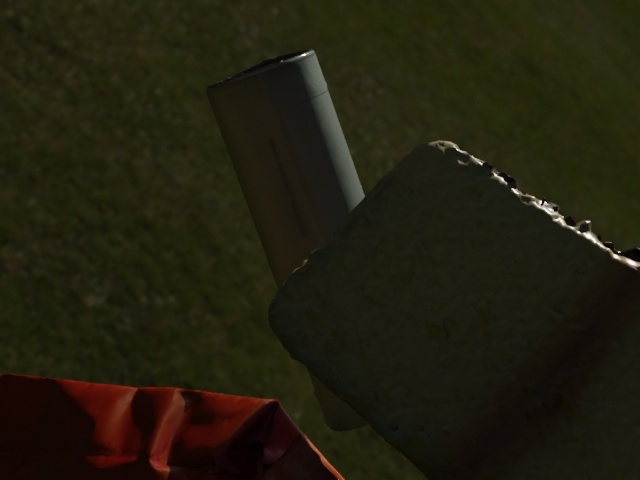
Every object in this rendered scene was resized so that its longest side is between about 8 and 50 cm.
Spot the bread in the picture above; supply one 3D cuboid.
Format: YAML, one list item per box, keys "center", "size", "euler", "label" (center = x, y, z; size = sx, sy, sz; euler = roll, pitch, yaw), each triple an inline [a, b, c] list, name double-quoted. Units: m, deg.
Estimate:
- center: [0.106, 0.090, 0.821]
  size: [0.266, 0.178, 0.142]
  euler: [37, 50, 24]
  label: "bread"

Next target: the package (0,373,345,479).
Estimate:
- center: [-0.137, 0.178, 1.100]
  size: [0.196, 0.424, 0.123]
  euler: [52, 54, -40]
  label: "package"

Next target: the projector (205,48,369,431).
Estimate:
- center: [0.000, 0.000, 1.512]
  size: [0.108, 0.108, 0.337]
  euler: [-44, 116, -72]
  label: "projector"
